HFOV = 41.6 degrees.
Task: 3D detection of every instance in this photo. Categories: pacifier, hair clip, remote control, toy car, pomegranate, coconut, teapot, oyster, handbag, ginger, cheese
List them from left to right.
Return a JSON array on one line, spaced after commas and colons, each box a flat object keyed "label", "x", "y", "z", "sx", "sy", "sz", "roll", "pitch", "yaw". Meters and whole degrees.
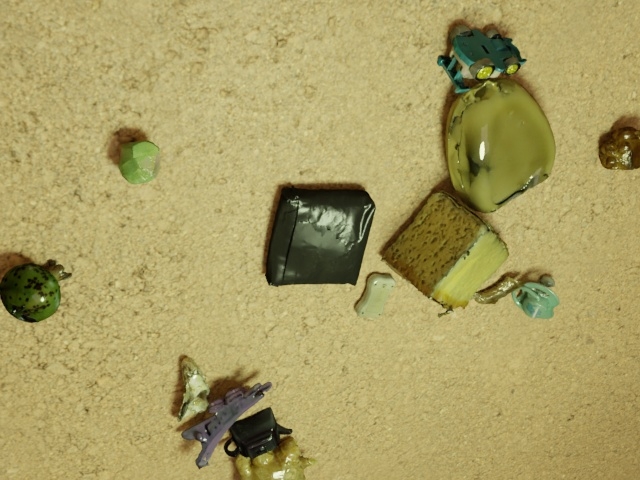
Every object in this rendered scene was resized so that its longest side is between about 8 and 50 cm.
[{"label": "pomegranate", "x": -0.558, "y": 0.092, "z": 1.665, "sx": 0.161, "sy": 0.122, "sz": 0.122, "roll": -44, "pitch": 142, "yaw": -43}, {"label": "coconut", "x": -0.346, "y": -0.148, "z": 1.607, "sx": 0.083, "sy": 0.081, "sz": 0.082, "roll": 28, "pitch": 67, "yaw": -41}, {"label": "oyster", "x": -0.302, "y": 0.356, "z": 2.001, "sx": 0.106, "sy": 0.061, "sz": 0.200, "roll": -6, "pitch": 130, "yaw": -47}, {"label": "hair clip", "x": -0.237, "y": 0.423, "z": 2.030, "sx": 0.278, "sy": 0.090, "sz": 0.137, "roll": -51, "pitch": 152, "yaw": 14}, {"label": "teapot", "x": -0.157, "y": 0.502, "z": 2.127, "sx": 0.177, "sy": 0.096, "sz": 0.087, "roll": -21, "pitch": 129, "yaw": -10}, {"label": "ginger", "x": -0.114, "y": 0.599, "z": 2.212, "sx": 0.216, "sy": 0.102, "sz": 0.157, "roll": -8, "pitch": 99, "yaw": -14}, {"label": "handbag", "x": 0.000, "y": 0.000, "z": 1.863, "sx": 0.223, "sy": 0.080, "sz": 0.247, "roll": -1, "pitch": 122, "yaw": -23}, {"label": "remote control", "x": 0.133, "y": 0.135, "z": 2.047, "sx": 0.074, "sy": 0.032, "sz": 0.122, "roll": 9, "pitch": 118, "yaw": -29}, {"label": "toy car", "x": 0.333, "y": -0.372, "z": 1.749, "sx": 0.161, "sy": 0.126, "sz": 0.098, "roll": -7, "pitch": 148, "yaw": -32}, {"label": "cheese", "x": 0.387, "y": -0.223, "z": 1.864, "sx": 0.259, "sy": 0.128, "sz": 0.316, "roll": -40, "pitch": 133, "yaw": -8}, {"label": "ginger", "x": 0.466, "y": 0.129, "z": 2.191, "sx": 0.137, "sy": 0.044, "sz": 0.057, "roll": -30, "pitch": 159, "yaw": 5}, {"label": "pacifier", "x": 0.575, "y": 0.139, "z": 2.226, "sx": 0.117, "sy": 0.126, "sz": 0.150, "roll": -57, "pitch": 156, "yaw": -28}]

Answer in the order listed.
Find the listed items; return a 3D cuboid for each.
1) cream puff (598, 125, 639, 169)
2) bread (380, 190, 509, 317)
[{"label": "cream puff", "x": 0.730, "y": -0.220, "z": 2.042, "sx": 0.116, "sy": 0.094, "sz": 0.122, "roll": 43, "pitch": 76, "yaw": -42}, {"label": "bread", "x": 0.336, "y": 0.071, "z": 1.954, "sx": 0.315, "sy": 0.279, "sz": 0.248, "roll": 32, "pitch": 99, "yaw": -25}]
